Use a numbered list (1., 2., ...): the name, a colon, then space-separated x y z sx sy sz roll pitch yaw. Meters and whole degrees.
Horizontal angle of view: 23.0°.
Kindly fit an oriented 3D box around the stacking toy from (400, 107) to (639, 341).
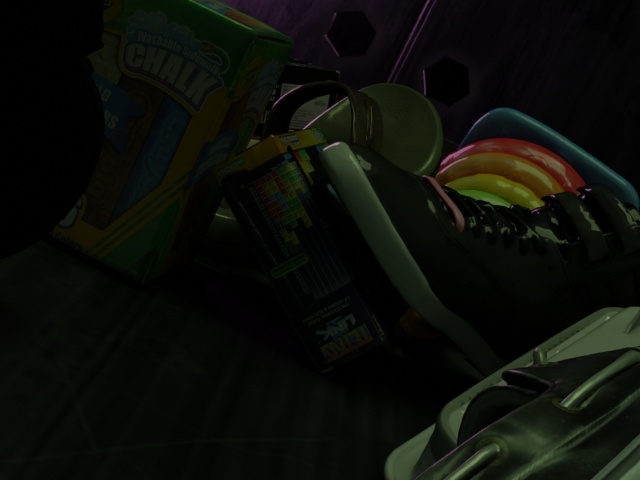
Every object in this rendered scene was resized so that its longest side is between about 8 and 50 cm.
1. stacking toy: 0.119 0.018 1.228 0.165 0.175 0.302 34 25 11

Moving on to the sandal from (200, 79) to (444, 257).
1. sandal: 0.002 -0.071 1.197 0.120 0.086 0.303 23 30 27

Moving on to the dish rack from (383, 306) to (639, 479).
1. dish rack: 0.217 0.128 0.838 0.285 0.072 0.333 31 24 21

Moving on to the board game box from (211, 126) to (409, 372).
1. board game box: 0.000 0.000 1.007 0.141 0.048 0.170 60 11 -1

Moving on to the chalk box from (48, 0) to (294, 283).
1. chalk box: -0.104 -0.100 0.970 0.132 0.213 0.132 28 10 7

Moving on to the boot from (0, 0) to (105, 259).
1. boot: -0.257 -0.167 0.832 0.445 0.146 0.367 46 -14 21

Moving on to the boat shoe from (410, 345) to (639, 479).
1. boat shoe: 0.108 0.090 0.618 0.119 0.121 0.335 26 26 26

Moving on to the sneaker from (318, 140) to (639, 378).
1. sneaker: 0.120 -0.006 1.004 0.296 0.147 0.104 43 14 -43

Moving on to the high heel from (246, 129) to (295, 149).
1. high heel: -0.115 -0.072 1.307 0.244 0.082 0.117 3 -17 -29

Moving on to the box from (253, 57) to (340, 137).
1. box: -0.098 -0.138 1.429 0.180 0.077 0.147 3 12 -35
